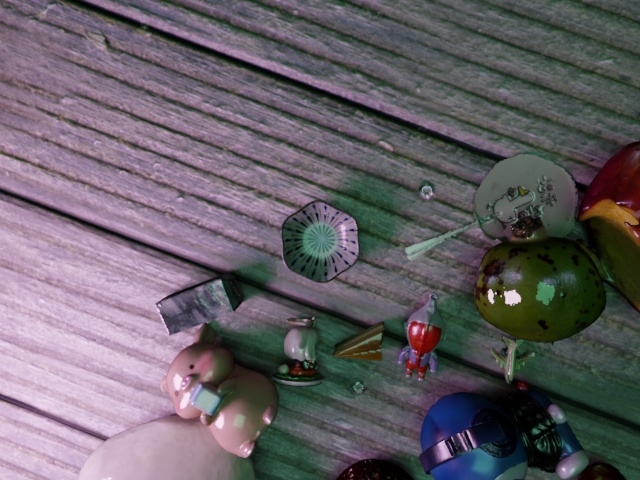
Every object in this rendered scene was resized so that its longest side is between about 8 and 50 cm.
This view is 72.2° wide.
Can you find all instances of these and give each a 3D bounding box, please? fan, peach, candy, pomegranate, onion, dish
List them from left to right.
[{"bbox_3d":[-0.356,0.599,1.008,0.427,0.186,0.386,-30,75,-7],"label":"candy"},{"bbox_3d":[0.000,0.000,1.018,0.191,0.066,0.190,0,98,3],"label":"dish"},{"bbox_3d":[0.389,-0.051,1.012,0.415,0.012,0.233,-21,94,3],"label":"fan"},{"bbox_3d":[0.446,0.085,0.918,0.254,0.254,0.270,-14,93,5],"label":"pomegranate"},{"bbox_3d":[0.658,0.582,1.015,0.119,0.118,0.117,-28,78,6],"label":"onion"},{"bbox_3d":[0.704,0.011,0.838,0.353,0.339,0.416,-2,101,5],"label":"peach"}]

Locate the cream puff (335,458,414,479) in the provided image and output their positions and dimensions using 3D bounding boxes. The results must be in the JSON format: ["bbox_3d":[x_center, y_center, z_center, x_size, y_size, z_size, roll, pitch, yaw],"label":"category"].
[{"bbox_3d":[0.131,0.645,1.031,0.239,0.165,0.239,0,97,1],"label":"cream puff"}]

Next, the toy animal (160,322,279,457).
[{"bbox_3d":[-0.235,0.349,0.996,0.256,0.213,0.195,37,84,-2],"label":"toy animal"}]

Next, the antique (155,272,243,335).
[{"bbox_3d":[-0.279,0.146,1.041,0.183,0.088,0.086,-21,96,6],"label":"antique"}]

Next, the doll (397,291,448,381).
[{"bbox_3d":[0.241,0.225,1.022,0.102,0.075,0.227,10,107,12],"label":"doll"}]

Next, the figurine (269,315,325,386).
[{"bbox_3d":[-0.052,0.254,1.032,0.132,0.132,0.153,3,84,3],"label":"figurine"}]

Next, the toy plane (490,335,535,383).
[{"bbox_3d":[0.448,0.280,1.032,0.102,0.040,0.111,7,98,5],"label":"toy plane"}]

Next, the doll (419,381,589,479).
[{"bbox_3d":[0.370,0.446,0.964,0.310,0.284,0.240,-18,56,-7],"label":"doll"}]

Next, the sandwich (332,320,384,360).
[{"bbox_3d":[0.090,0.231,1.034,0.117,0.074,0.074,4,99,4],"label":"sandwich"}]
